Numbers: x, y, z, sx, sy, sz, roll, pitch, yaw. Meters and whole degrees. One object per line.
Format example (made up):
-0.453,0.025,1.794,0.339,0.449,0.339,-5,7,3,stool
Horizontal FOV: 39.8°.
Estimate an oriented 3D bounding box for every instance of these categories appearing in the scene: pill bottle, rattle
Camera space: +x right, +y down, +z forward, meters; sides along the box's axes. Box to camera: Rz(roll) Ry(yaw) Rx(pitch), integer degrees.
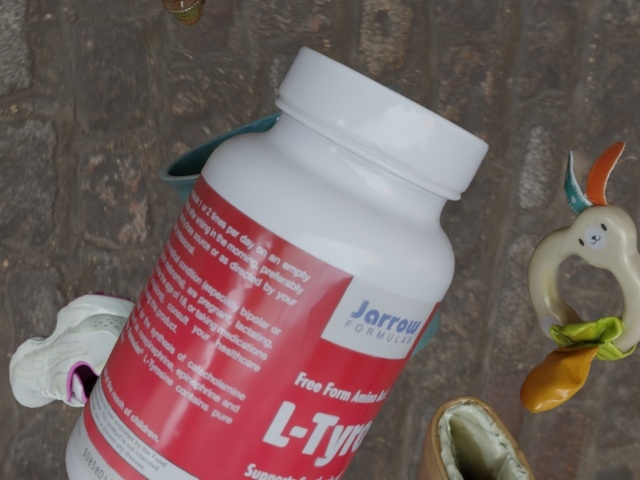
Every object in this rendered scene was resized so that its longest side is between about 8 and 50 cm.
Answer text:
-0.032,0.058,0.748,0.229,0.229,0.408,24,101,-19,pill bottle
0.213,0.025,0.774,0.142,0.130,0.200,-16,121,-24,rattle

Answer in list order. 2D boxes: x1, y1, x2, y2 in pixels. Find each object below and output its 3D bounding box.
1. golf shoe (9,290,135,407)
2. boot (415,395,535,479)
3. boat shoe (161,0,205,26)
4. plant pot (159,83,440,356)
-0.375,0.196,1.304,0.115,0.140,0.306,12,141,-38,golf shoe
0.125,0.288,0.721,0.089,0.236,0.269,-18,150,-20,boot
-0.268,-0.536,1.688,0.110,0.307,0.104,-8,144,10,boat shoe
0.000,0.000,1.218,0.341,0.341,0.334,-22,105,-6,plant pot
